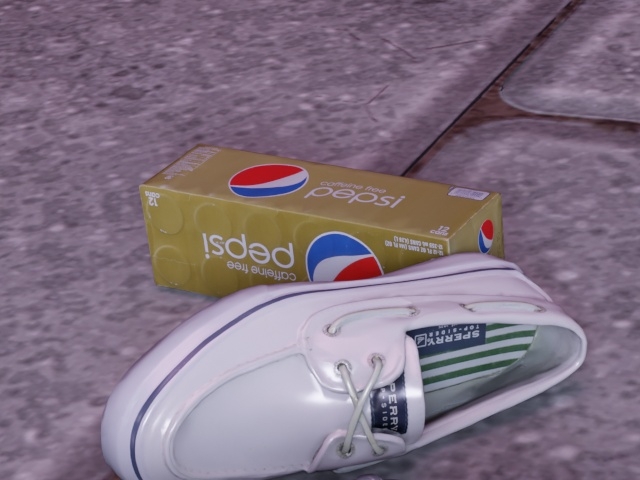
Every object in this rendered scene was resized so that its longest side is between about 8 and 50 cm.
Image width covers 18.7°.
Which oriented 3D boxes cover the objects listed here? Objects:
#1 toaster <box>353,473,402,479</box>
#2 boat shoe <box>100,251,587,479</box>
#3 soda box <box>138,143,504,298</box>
[{"bbox_3d":[-0.023,0.165,0.558,0.227,0.146,0.129,-12,28,-11],"label":"toaster"},{"bbox_3d":[0.017,0.056,0.840,0.226,0.083,0.076,-22,29,-30],"label":"boat shoe"},{"bbox_3d":[0.000,0.000,0.983,0.181,0.061,0.058,11,31,30],"label":"soda box"}]
